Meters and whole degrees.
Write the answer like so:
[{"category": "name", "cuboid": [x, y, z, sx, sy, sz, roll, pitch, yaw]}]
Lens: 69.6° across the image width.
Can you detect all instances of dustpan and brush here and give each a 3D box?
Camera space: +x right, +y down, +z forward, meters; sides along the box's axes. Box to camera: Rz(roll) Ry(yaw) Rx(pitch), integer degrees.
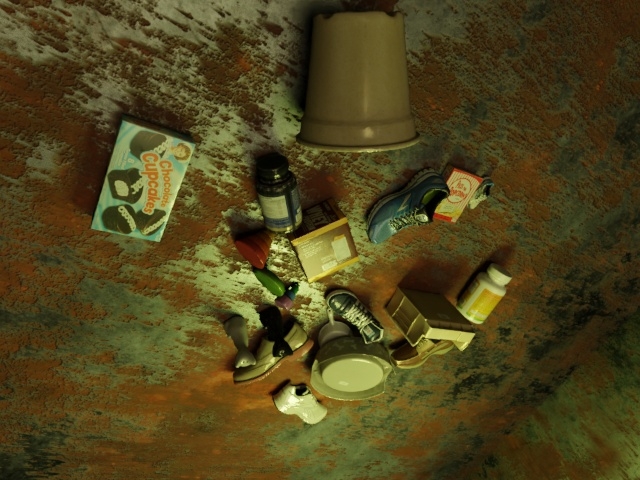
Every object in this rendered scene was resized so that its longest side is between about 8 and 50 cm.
[{"category": "dustpan and brush", "cuboid": [0.053, 0.354, 1.847, 0.147, 0.060, 0.211, -12, 134, 1]}]

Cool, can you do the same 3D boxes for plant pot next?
[{"category": "plant pot", "cuboid": [0.096, -0.414, 1.177, 0.333, 0.334, 0.306, -9, 115, -17]}]

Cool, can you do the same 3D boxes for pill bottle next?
[{"category": "pill bottle", "cuboid": [0.704, 0.223, 1.972, 0.136, 0.136, 0.246, 15, 117, -31]}, {"category": "pill bottle", "cuboid": [-0.126, -0.137, 1.373, 0.122, 0.123, 0.219, -17, 128, -12]}]

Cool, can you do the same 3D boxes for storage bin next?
[{"category": "storage bin", "cuboid": [0.439, 0.318, 1.850, 0.262, 0.260, 0.123, 13, 114, -29]}]

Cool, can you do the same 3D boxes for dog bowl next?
[{"category": "dog bowl", "cuboid": [0.129, 0.525, 1.889, 0.348, 0.102, 0.349, 0, 132, 0]}]

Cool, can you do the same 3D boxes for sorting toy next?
[{"category": "sorting toy", "cuboid": [-0.151, 0.088, 1.558, 0.126, 0.127, 0.366, -49, 137, -24]}]

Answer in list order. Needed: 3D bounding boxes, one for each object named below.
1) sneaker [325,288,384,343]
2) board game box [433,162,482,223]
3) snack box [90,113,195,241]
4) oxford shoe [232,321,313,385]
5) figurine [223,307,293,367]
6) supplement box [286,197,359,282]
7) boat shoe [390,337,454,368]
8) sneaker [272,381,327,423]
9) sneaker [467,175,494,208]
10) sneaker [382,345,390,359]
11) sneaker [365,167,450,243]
[{"category": "sneaker", "cuboid": [0.142, 0.298, 1.774, 0.099, 0.153, 0.282, -45, 128, 10]}, {"category": "board game box", "cuboid": [0.472, -0.166, 1.657, 0.146, 0.045, 0.194, 12, 118, -29]}, {"category": "snack box", "cuboid": [-0.483, -0.158, 1.247, 0.187, 0.060, 0.322, 13, 117, -30]}, {"category": "oxford shoe", "cuboid": [-0.204, 0.430, 1.769, 0.348, 0.123, 0.130, -32, 103, 2]}, {"category": "figurine", "cuboid": [-0.219, 0.352, 1.622, 0.214, 0.209, 0.092, -12, 127, -15]}, {"category": "supplement box", "cuboid": [0.000, 0.000, 1.519, 0.191, 0.129, 0.194, -24, 129, -5]}, {"category": "boat shoe", "cuboid": [0.458, 0.463, 2.060, 0.323, 0.122, 0.120, -17, 123, -21]}, {"category": "sneaker", "cuboid": [-0.067, 0.708, 2.010, 0.297, 0.111, 0.129, 33, 100, -38]}, {"category": "sneaker", "cuboid": [0.590, -0.170, 1.697, 0.052, 0.058, 0.135, 9, 120, -28]}, {"category": "sneaker", "cuboid": [0.212, 0.589, 2.051, 0.144, 0.090, 0.270, -4, 127, -24]}, {"category": "sneaker", "cuboid": [0.297, -0.101, 1.564, 0.330, 0.147, 0.130, -42, 129, 9]}]
